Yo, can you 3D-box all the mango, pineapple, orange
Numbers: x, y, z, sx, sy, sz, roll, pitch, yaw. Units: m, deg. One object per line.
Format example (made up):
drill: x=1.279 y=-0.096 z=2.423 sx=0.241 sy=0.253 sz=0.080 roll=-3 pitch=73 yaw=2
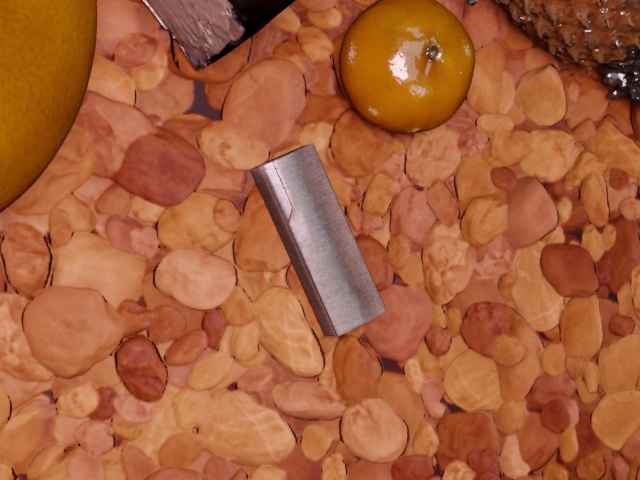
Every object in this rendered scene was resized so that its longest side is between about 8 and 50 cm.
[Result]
mango: x=-0.332 y=-0.170 z=0.818 sx=0.264 sy=0.221 sz=0.378 roll=24 pitch=69 yaw=-17
pineapple: x=0.354 y=-0.283 z=1.145 sx=0.362 sy=0.202 sz=0.202 roll=36 pitch=74 yaw=-30
orange: x=0.098 y=-0.196 z=1.054 sx=0.156 sy=0.124 sz=0.156 roll=3 pitch=83 yaw=-25

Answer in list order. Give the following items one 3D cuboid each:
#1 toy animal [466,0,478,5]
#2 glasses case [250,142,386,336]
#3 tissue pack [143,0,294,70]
toy animal: x=0.152 y=-0.394 z=1.112 sx=0.070 sy=0.079 sz=0.252 roll=-1 pitch=86 yaw=-2
glasses case: x=0.000 y=0.000 z=1.044 sx=0.071 sy=0.047 sz=0.204 roll=-27 pitch=99 yaw=-21
tissue pack: x=-0.028 y=-0.373 z=0.967 sx=0.370 sy=0.198 sz=0.210 roll=-42 pitch=101 yaw=-20
